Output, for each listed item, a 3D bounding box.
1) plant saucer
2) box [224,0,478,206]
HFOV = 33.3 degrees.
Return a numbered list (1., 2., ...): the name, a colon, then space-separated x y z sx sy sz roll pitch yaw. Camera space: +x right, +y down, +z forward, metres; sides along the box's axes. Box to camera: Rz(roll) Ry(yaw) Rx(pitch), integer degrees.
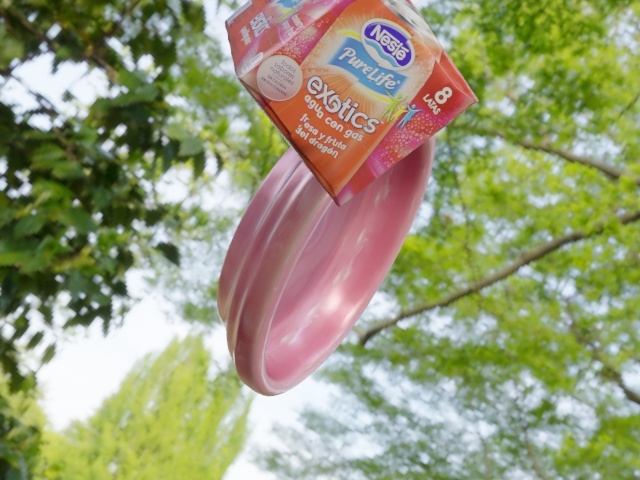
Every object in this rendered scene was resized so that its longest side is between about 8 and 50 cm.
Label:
1. plant saucer: 0.000 0.000 1.096 0.084 0.332 0.332 29 -22 18
2. box: 0.013 -0.144 0.839 0.122 0.128 0.257 50 7 -20
